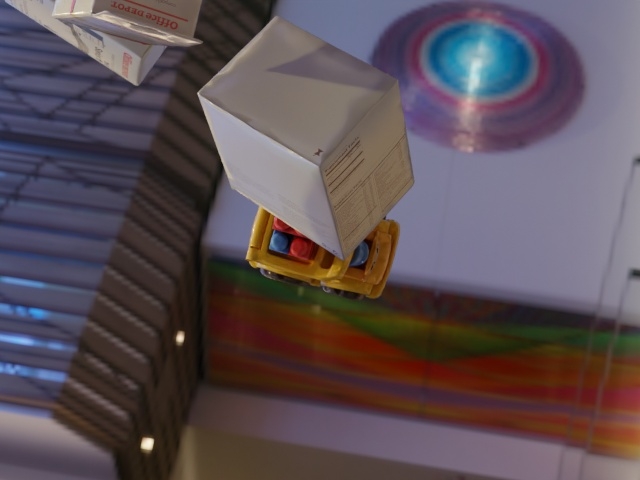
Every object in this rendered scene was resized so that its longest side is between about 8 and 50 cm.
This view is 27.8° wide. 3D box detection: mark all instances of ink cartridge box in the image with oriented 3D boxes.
[{"bbox_3d":[-0.200,-0.253,1.371,0.198,0.115,0.067,18,94,62],"label":"ink cartridge box"},{"bbox_3d":[-0.289,-0.296,1.616,0.087,0.208,0.153,-59,4,-11],"label":"ink cartridge box"}]

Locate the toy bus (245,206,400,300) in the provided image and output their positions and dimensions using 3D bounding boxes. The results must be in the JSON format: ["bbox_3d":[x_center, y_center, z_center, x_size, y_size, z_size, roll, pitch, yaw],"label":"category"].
[{"bbox_3d":[0.000,0.000,1.900,0.211,0.220,0.149,31,-105,-86],"label":"toy bus"}]

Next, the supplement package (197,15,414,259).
[{"bbox_3d":[-0.012,-0.123,1.558,0.149,0.194,0.203,-48,-28,-19],"label":"supplement package"}]
